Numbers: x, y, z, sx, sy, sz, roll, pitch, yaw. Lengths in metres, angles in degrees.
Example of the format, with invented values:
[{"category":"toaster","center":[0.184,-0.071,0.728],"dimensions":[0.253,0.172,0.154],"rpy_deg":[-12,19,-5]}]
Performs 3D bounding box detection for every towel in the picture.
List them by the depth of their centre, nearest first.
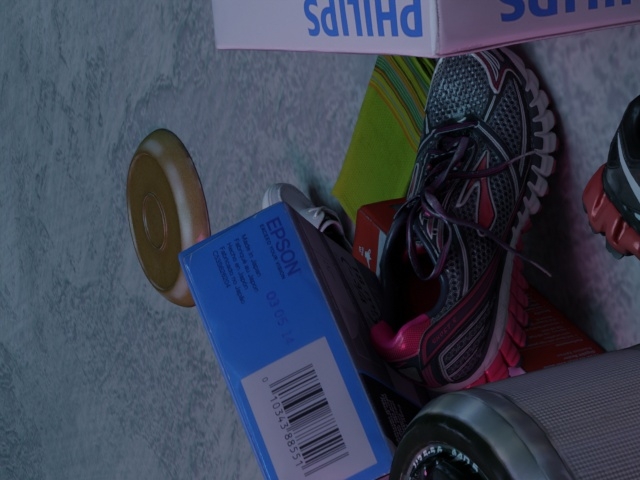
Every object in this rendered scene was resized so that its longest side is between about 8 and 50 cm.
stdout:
[{"category":"towel","center":[0.062,-0.094,1.543],"dimensions":[0.102,0.021,0.237],"rpy_deg":[61,149,34]}]

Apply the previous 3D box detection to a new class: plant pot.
[{"category":"plant pot","center":[-0.204,-0.026,2.095],"dimensions":[0.236,0.032,0.236],"rpy_deg":[35,131,55]}]

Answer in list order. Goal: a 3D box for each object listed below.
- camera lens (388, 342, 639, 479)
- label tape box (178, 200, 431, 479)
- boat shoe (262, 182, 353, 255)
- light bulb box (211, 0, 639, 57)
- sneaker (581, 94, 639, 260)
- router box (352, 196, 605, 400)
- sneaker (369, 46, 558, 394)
[{"category":"camera lens","center":[0.198,0.185,1.078],"dimensions":[0.219,0.274,0.219],"rpy_deg":[37,133,54]},{"category":"label tape box","center":[0.029,0.133,1.360],"dimensions":[0.240,0.106,0.333],"rpy_deg":[67,-168,24]},{"category":"boat shoe","center":[0.000,0.000,1.661],"dimensions":[0.063,0.066,0.184],"rpy_deg":[-57,45,36]},{"category":"light bulb box","center":[0.069,-0.329,1.205],"dimensions":[0.358,0.225,0.361],"rpy_deg":[14,113,61]},{"category":"sneaker","center":[0.274,-0.007,1.057],"dimensions":[0.276,0.097,0.135],"rpy_deg":[53,146,45]},{"category":"router box","center":[0.122,0.174,1.451],"dimensions":[0.301,0.082,0.335],"rpy_deg":[46,139,49]},{"category":"sneaker","center":[0.111,-0.029,1.283],"dimensions":[0.121,0.112,0.299],"rpy_deg":[-16,61,44]}]
